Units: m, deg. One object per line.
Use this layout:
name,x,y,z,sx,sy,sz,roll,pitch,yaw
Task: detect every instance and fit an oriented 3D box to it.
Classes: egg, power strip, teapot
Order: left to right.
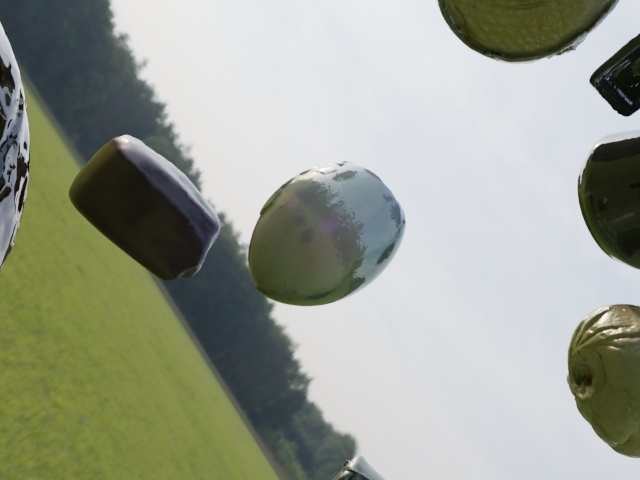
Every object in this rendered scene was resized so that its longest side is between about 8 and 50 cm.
egg,0.000,0.000,1.214,0.183,0.217,0.183,41,-17,16
power strip,0.537,-0.268,1.305,0.092,0.257,0.251,57,23,14
teapot,0.644,-0.095,1.489,0.344,0.300,0.254,-23,-120,48

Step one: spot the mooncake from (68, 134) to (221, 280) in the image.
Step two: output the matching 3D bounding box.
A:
mooncake,-0.305,-0.055,1.650,0.333,0.174,0.326,37,-5,30

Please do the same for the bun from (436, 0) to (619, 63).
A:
bun,0.390,-0.515,1.655,0.364,0.364,0.202,58,28,-3

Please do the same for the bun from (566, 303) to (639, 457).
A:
bun,0.473,0.226,1.405,0.244,0.153,0.244,172,-90,-84

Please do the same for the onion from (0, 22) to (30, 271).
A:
onion,-0.314,-0.041,0.442,0.354,0.353,0.354,55,-11,15

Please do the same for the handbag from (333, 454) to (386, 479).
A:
handbag,0.128,0.464,1.287,0.315,0.109,0.241,34,-44,11
